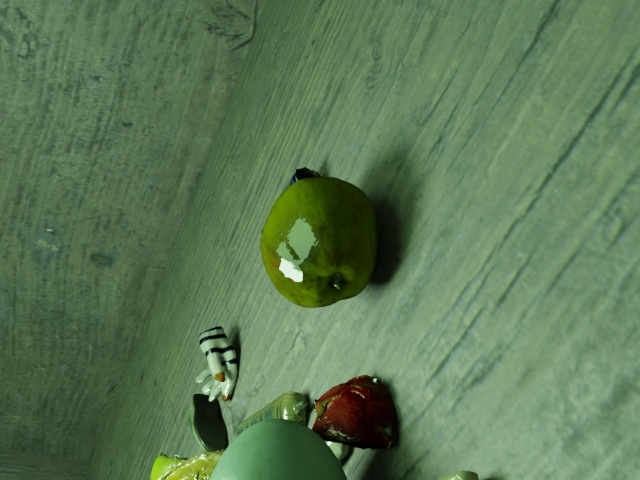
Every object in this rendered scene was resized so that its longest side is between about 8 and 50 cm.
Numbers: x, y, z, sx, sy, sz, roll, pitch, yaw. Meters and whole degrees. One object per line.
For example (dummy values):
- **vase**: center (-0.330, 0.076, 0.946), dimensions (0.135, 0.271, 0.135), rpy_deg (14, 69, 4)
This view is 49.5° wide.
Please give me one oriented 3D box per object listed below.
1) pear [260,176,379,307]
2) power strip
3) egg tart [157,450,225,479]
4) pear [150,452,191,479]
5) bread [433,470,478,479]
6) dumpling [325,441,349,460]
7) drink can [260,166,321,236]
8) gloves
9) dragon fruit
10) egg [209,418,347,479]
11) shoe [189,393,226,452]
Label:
- **pear**: center (0.000, 0.000, 1.483), dimensions (0.269, 0.269, 0.321), rpy_deg (-60, 27, 31)
- **power strip**: center (-0.125, 0.457, 1.719), dimensions (0.387, 0.066, 0.092), rpy_deg (-44, 40, 49)
- **egg tart**: center (-0.231, 0.627, 1.516), dimensions (0.132, 0.342, 0.341), rpy_deg (15, -90, -85)
- **pear**: center (-0.268, 0.668, 1.679), dimensions (0.176, 0.287, 0.281), rpy_deg (-5, 70, 45)
- **bread**: center (0.195, 0.439, 1.008), dimensions (0.139, 0.060, 0.178), rpy_deg (-47, 36, 49)
- **dumpling**: center (0.037, 0.418, 1.413), dimensions (0.052, 0.057, 0.076), rpy_deg (-12, 87, 25)
- **drink can**: center (-0.076, -0.084, 1.909), dimensions (0.235, 0.097, 0.097), rpy_deg (-57, 29, 37)
- **gloves**: center (-0.309, 0.383, 2.137), dimensions (0.140, 0.131, 0.218), rpy_deg (-39, 72, 48)
- **dragon fruit**: center (0.068, 0.312, 1.306), dimensions (0.127, 0.121, 0.161), rpy_deg (-35, 40, 49)
- **egg**: center (-0.073, 0.507, 1.197), dimensions (0.276, 0.276, 0.388), rpy_deg (-33, 56, 58)
- **shoe**: center (-0.352, 0.574, 2.120), dimensions (0.275, 0.103, 0.098), rpy_deg (-125, 53, -69)
